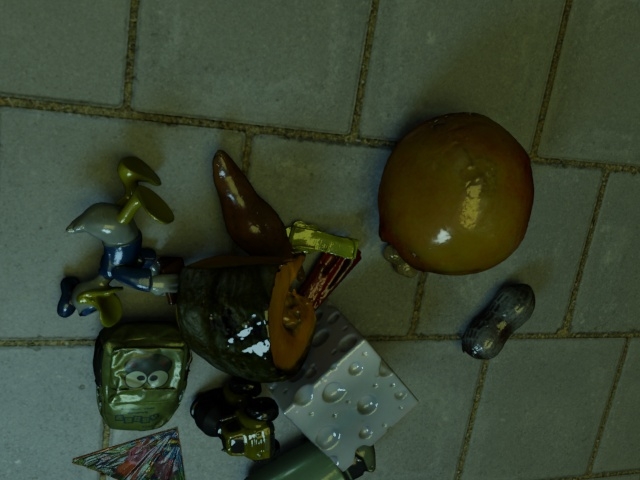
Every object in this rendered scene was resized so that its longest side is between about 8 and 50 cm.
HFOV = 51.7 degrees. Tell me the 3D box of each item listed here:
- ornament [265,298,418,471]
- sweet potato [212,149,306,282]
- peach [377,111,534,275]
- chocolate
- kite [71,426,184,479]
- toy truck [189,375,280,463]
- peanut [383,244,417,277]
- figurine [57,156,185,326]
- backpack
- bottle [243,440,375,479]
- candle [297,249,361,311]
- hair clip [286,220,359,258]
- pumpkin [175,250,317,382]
[{"bbox_3d":[0.032,0.328,1.539,0.240,0.240,0.239,-42,116,-4],"label":"ornament"},{"bbox_3d":[-0.144,-0.032,1.428,0.112,0.112,0.359,-40,114,-4],"label":"sweet potato"},{"bbox_3d":[0.297,-0.092,1.471,0.372,0.290,0.373,-6,112,-15],"label":"peach"},{"bbox_3d":[0.472,0.214,1.738,0.110,0.110,0.248,37,92,-26],"label":"chocolate"},{"bbox_3d":[-0.411,0.536,1.567,0.321,0.016,0.234,35,93,-26],"label":"kite"},{"bbox_3d":[-0.192,0.411,1.495,0.165,0.224,0.148,-9,111,-24],"label":"toy truck"},{"bbox_3d":[0.196,0.050,1.614,0.054,0.054,0.113,-47,114,-1],"label":"peanut"},{"bbox_3d":[-0.404,0.045,1.354,0.338,0.205,0.283,-41,124,10],"label":"figurine"},{"bbox_3d":[-0.388,0.290,1.431,0.206,0.140,0.254,2,113,-21],"label":"backpack"},{"bbox_3d":[-0.014,0.581,1.651,0.346,0.168,0.169,-31,115,-11],"label":"bottle"},{"bbox_3d":[-0.013,0.124,1.554,0.084,0.059,0.302,36,91,-4],"label":"candle"},{"bbox_3d":[0.000,0.000,1.508,0.173,0.046,0.072,9,88,-1],"label":"hair clip"},{"bbox_3d":[-0.145,0.158,1.377,0.225,0.256,0.303,4,127,24],"label":"pumpkin"}]
